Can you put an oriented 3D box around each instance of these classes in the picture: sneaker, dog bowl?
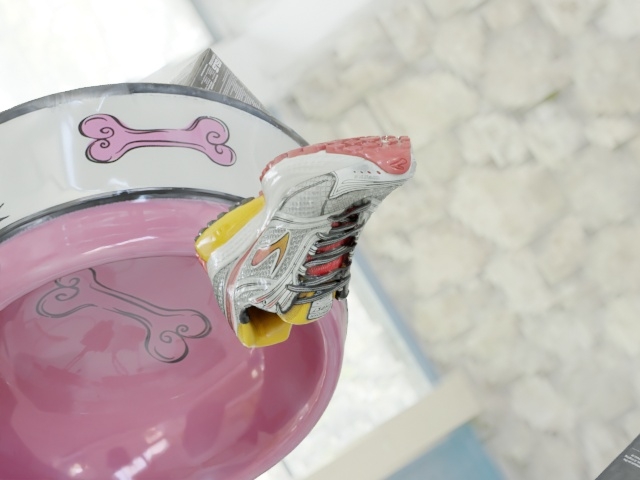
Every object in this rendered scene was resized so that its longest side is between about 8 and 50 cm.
[{"bbox_3d":[0.000,0.000,1.255,0.088,0.093,0.225,-8,-20,-31],"label":"sneaker"},{"bbox_3d":[-0.160,0.072,1.581,0.408,0.150,0.408,-10,-44,-10],"label":"dog bowl"}]

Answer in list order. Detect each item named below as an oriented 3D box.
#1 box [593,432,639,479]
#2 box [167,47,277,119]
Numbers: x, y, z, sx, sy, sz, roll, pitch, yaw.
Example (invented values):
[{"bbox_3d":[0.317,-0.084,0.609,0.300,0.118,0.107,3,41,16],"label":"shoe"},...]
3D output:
[{"bbox_3d":[0.306,0.322,1.730,0.184,0.261,0.103,-40,36,-20],"label":"box"},{"bbox_3d":[-0.079,-0.047,1.988,0.076,0.242,0.307,-39,14,18],"label":"box"}]
